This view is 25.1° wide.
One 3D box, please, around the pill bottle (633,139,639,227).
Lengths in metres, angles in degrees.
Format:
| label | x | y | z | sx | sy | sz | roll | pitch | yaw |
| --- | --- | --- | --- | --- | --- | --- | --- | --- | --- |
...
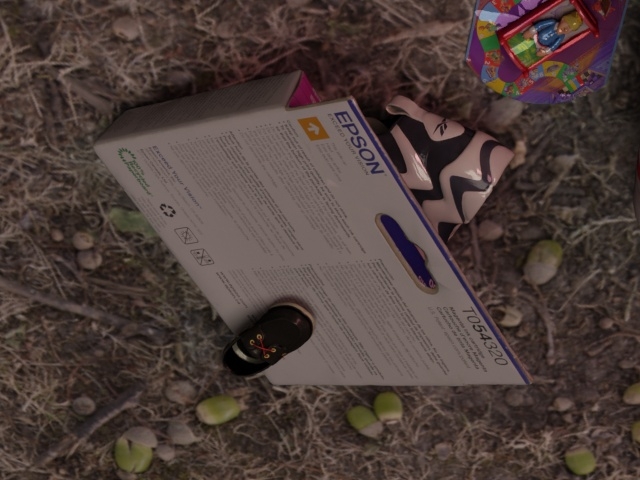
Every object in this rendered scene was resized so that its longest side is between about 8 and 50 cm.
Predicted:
| label | x | y | z | sx | sy | sz | roll | pitch | yaw |
| --- | --- | --- | --- | --- | --- | --- | --- | --- | --- |
| pill bottle | 0.382 | -0.173 | 1.136 | 0.229 | 0.229 | 0.408 | 0 | 128 | 2 |

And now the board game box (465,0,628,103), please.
| label | x | y | z | sx | sy | sz | roll | pitch | yaw |
| --- | --- | --- | --- | --- | --- | --- | --- | --- | --- |
| board game box | 0.202 | -0.188 | 1.266 | 0.133 | 0.033 | 0.169 | 7 | 123 | -3 |

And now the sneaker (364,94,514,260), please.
| label | x | y | z | sx | sy | sz | roll | pitch | yaw |
| --- | --- | --- | --- | --- | --- | --- | --- | --- | --- |
| sneaker | 0.060 | -0.043 | 1.340 | 0.153 | 0.094 | 0.235 | 36 | 141 | 2 |

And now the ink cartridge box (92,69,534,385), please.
| label | x | y | z | sx | sy | sz | roll | pitch | yaw |
| --- | --- | --- | --- | --- | --- | --- | --- | --- | --- |
| ink cartridge box | 0.000 | 0.000 | 1.290 | 0.330 | 0.071 | 0.324 | -6 | 128 | 42 |

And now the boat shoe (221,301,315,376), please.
| label | x | y | z | sx | sy | sz | roll | pitch | yaw |
| --- | --- | --- | --- | --- | --- | --- | --- | --- | --- |
| boat shoe | -0.049 | 0.096 | 1.352 | 0.049 | 0.042 | 0.133 | 45 | 143 | -9 |
